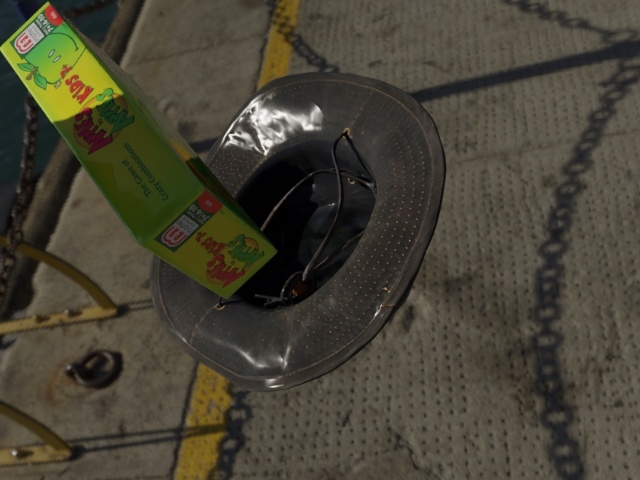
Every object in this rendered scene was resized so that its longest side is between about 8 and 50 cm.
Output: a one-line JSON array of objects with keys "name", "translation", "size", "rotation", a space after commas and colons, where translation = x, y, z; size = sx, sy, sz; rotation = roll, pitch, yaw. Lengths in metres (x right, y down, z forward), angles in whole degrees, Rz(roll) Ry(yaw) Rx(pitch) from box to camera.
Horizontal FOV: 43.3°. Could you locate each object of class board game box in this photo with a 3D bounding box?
[{"name": "board game box", "translation": [-0.107, -0.053, 0.470], "size": [0.043, 0.092, 0.181], "rotation": [-43, 60, 2]}]

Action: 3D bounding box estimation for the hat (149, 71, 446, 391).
[{"name": "hat", "translation": [0.000, 0.000, 0.753], "size": [0.331, 0.134, 0.332], "rotation": [-21, 54, 32]}]
